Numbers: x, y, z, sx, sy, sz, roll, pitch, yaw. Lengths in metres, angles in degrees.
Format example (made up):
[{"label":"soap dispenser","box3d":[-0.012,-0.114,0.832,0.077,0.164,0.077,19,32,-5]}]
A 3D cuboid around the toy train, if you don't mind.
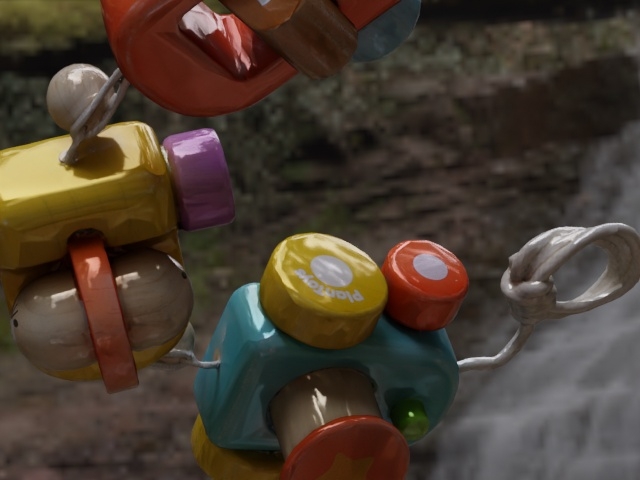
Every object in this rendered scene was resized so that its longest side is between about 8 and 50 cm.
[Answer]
[{"label":"toy train","box3d":[0.000,0.000,0.369,0.125,0.046,0.166,-31,-44,13]}]
